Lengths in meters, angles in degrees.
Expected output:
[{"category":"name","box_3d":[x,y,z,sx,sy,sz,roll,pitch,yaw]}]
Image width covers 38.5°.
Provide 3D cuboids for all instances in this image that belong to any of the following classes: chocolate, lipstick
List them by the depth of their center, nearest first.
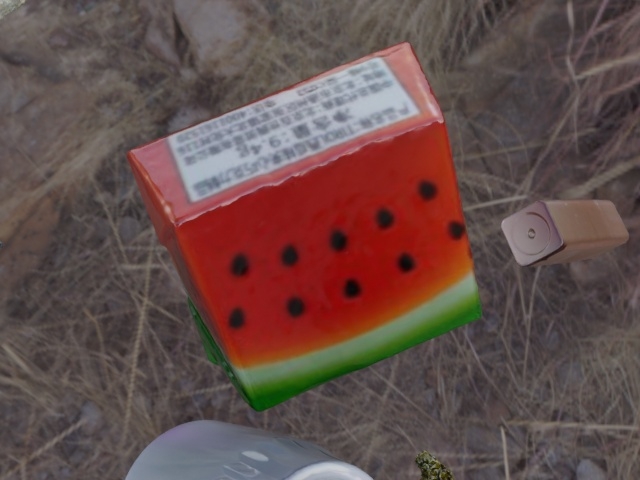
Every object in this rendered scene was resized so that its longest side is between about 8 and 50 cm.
[{"category":"lipstick","box_3d":[0.205,-0.007,0.757,0.045,0.145,0.045,-34,71,34]},{"category":"chocolate","box_3d":[0.000,0.000,1.070,0.360,0.341,0.161,-23,37,-6]}]

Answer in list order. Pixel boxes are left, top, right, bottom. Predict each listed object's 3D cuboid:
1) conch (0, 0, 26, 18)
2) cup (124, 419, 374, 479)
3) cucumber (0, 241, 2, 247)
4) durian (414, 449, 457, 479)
[{"category":"conch","box_3d":[-0.300,-0.235,0.742,0.207,0.130,0.155,1,96,1]},{"category":"cup","box_3d":[-0.085,0.366,1.177,0.371,0.253,0.253,-12,45,57]},{"category":"cucumber","box_3d":[-0.408,0.005,0.893,0.046,0.220,0.070,-54,48,16]},{"category":"durian","box_3d":[0.180,0.448,1.267,0.172,0.166,0.307,-4,100,10]}]
